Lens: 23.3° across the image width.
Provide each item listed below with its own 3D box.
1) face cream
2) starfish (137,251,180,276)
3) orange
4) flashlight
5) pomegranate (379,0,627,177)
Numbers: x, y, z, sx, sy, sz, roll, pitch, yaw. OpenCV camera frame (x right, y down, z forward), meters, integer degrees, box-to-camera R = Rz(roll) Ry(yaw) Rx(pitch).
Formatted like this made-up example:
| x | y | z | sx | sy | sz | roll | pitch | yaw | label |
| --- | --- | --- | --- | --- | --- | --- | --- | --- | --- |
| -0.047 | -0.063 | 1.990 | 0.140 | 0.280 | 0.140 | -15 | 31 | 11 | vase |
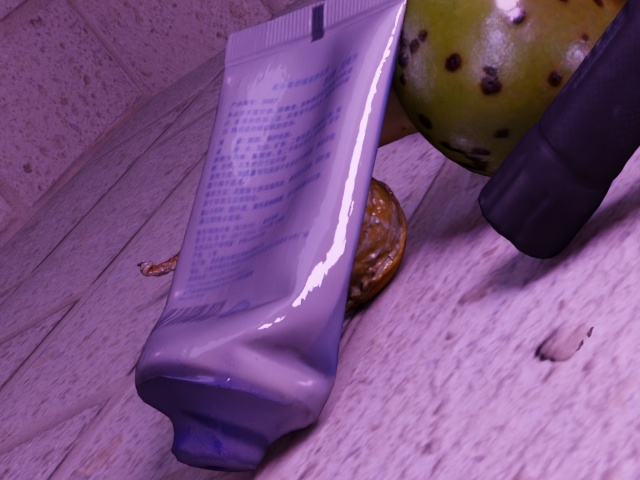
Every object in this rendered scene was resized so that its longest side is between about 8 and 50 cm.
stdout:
| x | y | z | sx | sy | sz | roll | pitch | yaw | label |
| --- | --- | --- | --- | --- | --- | --- | --- | --- | --- |
| -0.046 | -0.017 | 1.261 | 0.235 | 0.137 | 0.420 | -14 | 57 | 47 | face cream |
| -0.105 | -0.009 | 1.897 | 0.295 | 0.048 | 0.231 | -21 | 11 | 46 | starfish |
| 0.000 | 0.000 | 1.386 | 0.156 | 0.156 | 0.134 | -26 | 58 | 40 | orange |
| 0.245 | -0.147 | 1.064 | 0.424 | 0.103 | 0.103 | -56 | 1 | 34 | flashlight |
| 0.142 | -0.147 | 1.344 | 0.286 | 0.231 | 0.231 | -23 | 20 | 50 | pomegranate |
